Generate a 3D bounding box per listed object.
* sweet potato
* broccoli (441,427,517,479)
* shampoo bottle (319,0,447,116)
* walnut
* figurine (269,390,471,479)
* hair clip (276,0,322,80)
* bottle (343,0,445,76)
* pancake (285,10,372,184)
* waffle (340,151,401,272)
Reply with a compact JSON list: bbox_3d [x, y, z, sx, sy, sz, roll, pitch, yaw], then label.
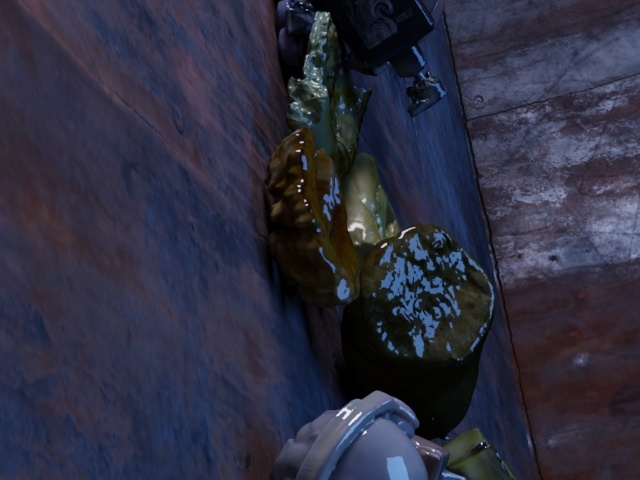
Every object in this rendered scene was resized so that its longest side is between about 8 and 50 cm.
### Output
[{"bbox_3d":[0.098,0.117,1.644,0.370,0.157,0.158,90,-6,-60],"label":"sweet potato"},{"bbox_3d":[0.268,0.436,2.092,0.361,0.252,0.221,40,33,9],"label":"broccoli"},{"bbox_3d":[0.046,-0.283,1.733,0.309,0.098,0.071,56,3,-13],"label":"shampoo bottle"},{"bbox_3d":[-0.011,-0.014,1.450,0.143,0.069,0.170,60,19,-54],"label":"walnut"},{"bbox_3d":[0.027,0.196,1.249,0.237,0.141,0.163,14,96,-68],"label":"figurine"},{"bbox_3d":[-0.014,-0.231,1.751,0.195,0.052,0.124,41,42,-80],"label":"hair clip"},{"bbox_3d":[0.068,-0.345,2.038,0.297,0.173,0.206,52,58,-71],"label":"bottle"},{"bbox_3d":[0.013,-0.144,1.652,0.376,0.054,0.197,-60,149,-76],"label":"pancake"},{"bbox_3d":[0.076,0.040,1.821,0.168,0.057,0.274,-92,162,-50],"label":"waffle"}]
